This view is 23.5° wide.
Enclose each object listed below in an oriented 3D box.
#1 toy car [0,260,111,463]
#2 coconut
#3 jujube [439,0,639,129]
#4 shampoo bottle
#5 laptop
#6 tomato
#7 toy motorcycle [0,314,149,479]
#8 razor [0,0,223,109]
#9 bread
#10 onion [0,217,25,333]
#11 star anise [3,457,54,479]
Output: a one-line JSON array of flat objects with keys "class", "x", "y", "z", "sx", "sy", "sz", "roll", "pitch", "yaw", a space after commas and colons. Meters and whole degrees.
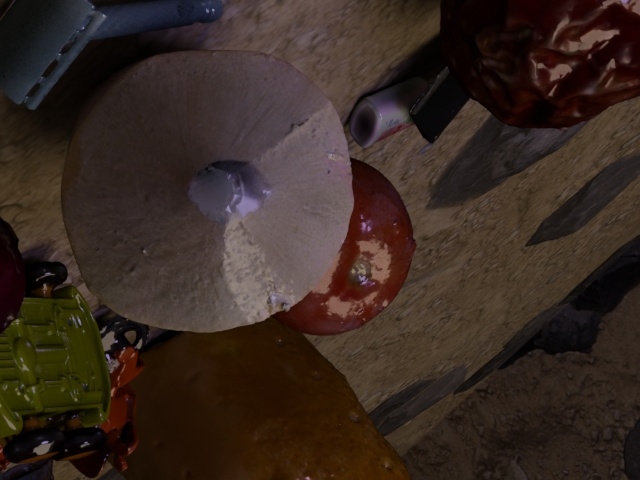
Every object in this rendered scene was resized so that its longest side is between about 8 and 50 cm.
[{"class": "toy car", "x": -0.311, "y": 0.125, "z": 1.488, "sx": 0.142, "sy": 0.200, "sz": 0.248, "roll": -17, "pitch": 167, "yaw": 17}, {"class": "coconut", "x": -0.094, "y": -0.046, "z": 1.244, "sx": 0.239, "sy": 0.239, "sz": 0.244, "roll": -35, "pitch": -168, "yaw": -2}, {"class": "jujube", "x": 0.240, "y": -0.244, "z": 1.447, "sx": 0.276, "sy": 0.276, "sz": 0.377, "roll": -35, "pitch": 176, "yaw": -5}, {"class": "shampoo bottle", "x": 0.086, "y": -0.149, "z": 1.751, "sx": 0.099, "sy": 0.043, "sz": 0.072, "roll": -26, "pitch": 161, "yaw": -31}, {"class": "laptop", "x": 0.174, "y": -0.201, "z": 1.747, "sx": 0.197, "sy": 0.016, "sz": 0.135, "roll": -52, "pitch": 163, "yaw": 0}, {"class": "tomato", "x": 0.000, "y": 0.000, "z": 1.745, "sx": 0.208, "sy": 0.184, "sz": 0.208, "roll": -16, "pitch": 122, "yaw": -27}, {"class": "toy motorcycle", "x": -0.332, "y": 0.214, "z": 1.780, "sx": 0.326, "sy": 0.148, "sz": 0.221, "roll": -27, "pitch": 141, "yaw": -35}, {"class": "razor", "x": -0.152, "y": -0.172, "z": 1.193, "sx": 0.106, "sy": 0.068, "sz": 0.232, "roll": -44, "pitch": 169, "yaw": 30}, {"class": "bread", "x": -0.064, "y": 0.260, "z": 2.047, "sx": 0.361, "sy": 0.394, "sz": 0.250, "roll": -12, "pitch": 136, "yaw": -48}, {"class": "onion", "x": -0.310, "y": 0.041, "z": 1.313, "sx": 0.173, "sy": 0.135, "sz": 0.198, "roll": -42, "pitch": 165, "yaw": 32}, {"class": "star anise", "x": -0.408, "y": 0.346, "z": 1.851, "sx": 0.223, "sy": 0.236, "sz": 0.109, "roll": -14, "pitch": 113, "yaw": -25}]
